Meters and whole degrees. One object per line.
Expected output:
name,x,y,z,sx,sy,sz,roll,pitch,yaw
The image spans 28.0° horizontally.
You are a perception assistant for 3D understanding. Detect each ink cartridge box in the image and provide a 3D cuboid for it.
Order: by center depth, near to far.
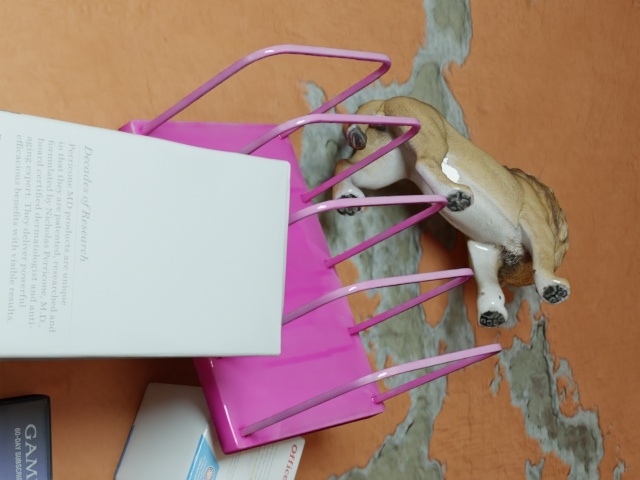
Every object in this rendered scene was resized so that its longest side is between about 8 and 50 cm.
ink cartridge box,-0.089,0.194,1.120,0.143,0.089,0.092,39,61,-43

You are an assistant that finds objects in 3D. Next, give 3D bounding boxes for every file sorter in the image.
file sorter,0.000,0.000,1.083,0.202,0.182,0.291,-5,71,-51

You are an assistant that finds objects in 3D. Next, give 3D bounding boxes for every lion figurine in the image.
lion figurine,0.145,-0.056,1.364,0.392,0.142,0.240,46,27,-33

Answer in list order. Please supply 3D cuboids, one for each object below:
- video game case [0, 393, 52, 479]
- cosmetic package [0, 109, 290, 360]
video game case,-0.304,0.222,0.911,0.274,0.026,0.196,-2,92,-52
cosmetic package,-0.221,0.002,0.866,0.385,0.217,0.156,4,87,-52
